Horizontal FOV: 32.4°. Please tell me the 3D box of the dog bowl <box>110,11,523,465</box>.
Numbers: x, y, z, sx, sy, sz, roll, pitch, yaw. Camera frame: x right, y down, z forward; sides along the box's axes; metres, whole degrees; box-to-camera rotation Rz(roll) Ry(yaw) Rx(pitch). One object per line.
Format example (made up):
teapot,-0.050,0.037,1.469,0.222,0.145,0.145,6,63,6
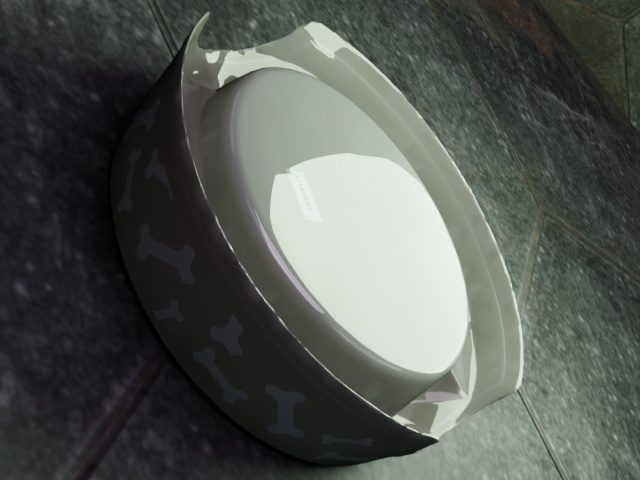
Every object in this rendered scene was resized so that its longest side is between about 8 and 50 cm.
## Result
dog bowl,0.000,0.000,0.785,0.349,0.102,0.348,36,35,-31
